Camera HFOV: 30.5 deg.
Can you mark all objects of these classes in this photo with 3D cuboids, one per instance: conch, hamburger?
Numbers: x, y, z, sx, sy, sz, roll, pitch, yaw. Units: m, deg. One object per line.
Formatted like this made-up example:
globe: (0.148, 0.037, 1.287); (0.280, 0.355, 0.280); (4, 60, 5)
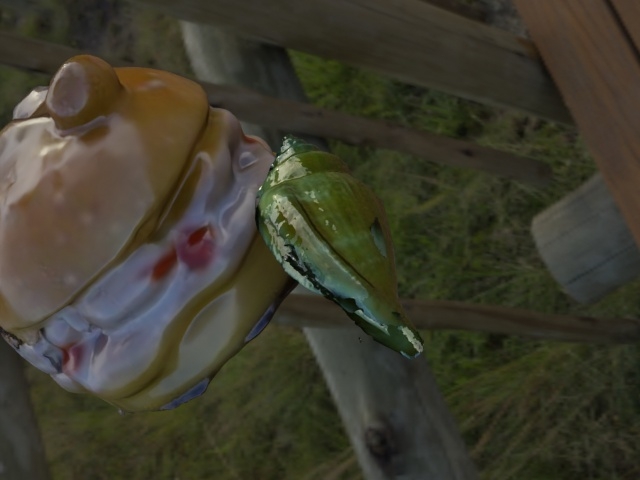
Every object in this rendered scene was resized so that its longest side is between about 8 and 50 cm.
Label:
conch: (0.002, -0.003, 0.765); (0.079, 0.095, 0.200); (-58, 28, 19)
hamburger: (-0.164, -0.017, 0.925); (0.276, 0.237, 0.276); (-39, 27, 25)
